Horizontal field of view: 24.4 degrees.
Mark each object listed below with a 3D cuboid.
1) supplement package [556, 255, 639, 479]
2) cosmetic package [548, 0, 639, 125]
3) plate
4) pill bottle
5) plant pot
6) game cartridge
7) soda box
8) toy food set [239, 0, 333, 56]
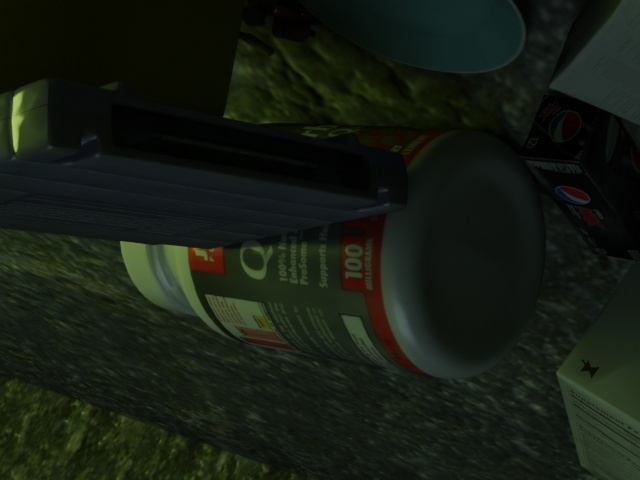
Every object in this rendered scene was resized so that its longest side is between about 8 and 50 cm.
[{"bbox_3d":[0.342,0.127,1.232,0.198,0.199,0.263,32,167,25],"label":"supplement package"},{"bbox_3d":[0.228,-0.141,0.898,0.098,0.060,0.239,25,161,-3],"label":"cosmetic package"},{"bbox_3d":[0.060,-0.179,1.054,0.188,0.024,0.188,20,162,7],"label":"plate"},{"bbox_3d":[0.000,0.000,1.330,0.363,0.210,0.210,5,155,42],"label":"pill bottle"},{"bbox_3d":[-0.167,-0.162,1.112,0.187,0.212,0.212,14,165,-18],"label":"plant pot"},{"bbox_3d":[-0.132,-0.048,1.075,0.230,0.068,0.355,-6,171,39],"label":"game cartridge"},{"bbox_3d":[0.221,-0.047,1.174,0.053,0.060,0.169,11,159,36],"label":"soda box"},{"bbox_3d":[-0.028,-0.184,1.156,0.078,0.019,0.122,31,153,-24],"label":"toy food set"}]
